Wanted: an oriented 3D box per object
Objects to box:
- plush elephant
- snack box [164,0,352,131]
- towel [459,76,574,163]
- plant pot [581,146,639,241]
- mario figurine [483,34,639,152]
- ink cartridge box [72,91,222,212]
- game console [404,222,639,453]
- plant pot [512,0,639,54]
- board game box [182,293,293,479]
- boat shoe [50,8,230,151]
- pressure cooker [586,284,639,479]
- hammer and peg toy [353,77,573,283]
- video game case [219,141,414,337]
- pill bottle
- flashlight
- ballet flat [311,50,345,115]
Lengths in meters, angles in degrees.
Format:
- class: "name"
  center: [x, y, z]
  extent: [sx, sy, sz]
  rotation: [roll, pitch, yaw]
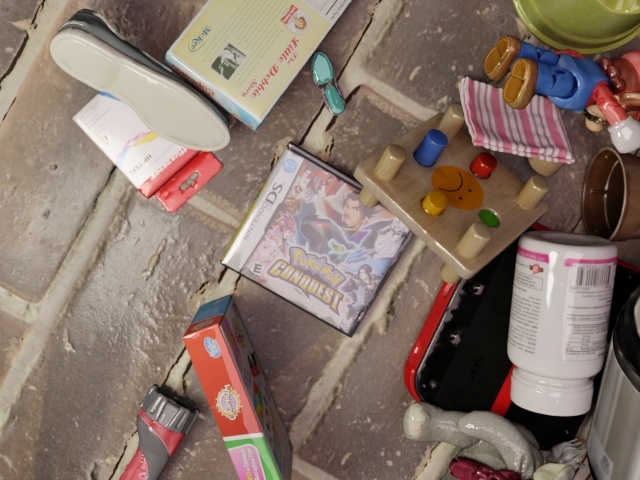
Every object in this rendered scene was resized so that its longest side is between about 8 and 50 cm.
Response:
- class: "plush elephant"
  center: [0.313, 0.441, 1.617]
  extent: [0.329, 0.255, 0.272]
  rotation: [-3, 114, 2]
- class: "snack box"
  center: [-0.087, -0.362, 1.567]
  extent: [0.187, 0.060, 0.322]
  rotation: [37, 75, -6]
- class: "towel"
  center: [0.330, -0.200, 1.595]
  extent: [0.197, 0.144, 0.029]
  rotation: [9, 141, -18]
- class: "plant pot"
  center: [0.558, -0.070, 1.627]
  extent: [0.165, 0.167, 0.167]
  rotation: [4, 99, -8]
- class: "mario figurine"
  center: [0.425, -0.233, 1.589]
  extent: [0.320, 0.170, 0.198]
  rotation: [7, 75, -24]
- class: "ink cartridge box"
  center: [-0.292, -0.168, 1.637]
  extent: [0.134, 0.078, 0.231]
  rotation: [-42, 97, 3]
- class: "game console"
  center: [0.365, 0.169, 1.714]
  extent: [0.341, 0.060, 0.387]
  rotation: [23, 98, -10]
- class: "plant pot"
  center: [0.461, -0.442, 1.517]
  extent: [0.275, 0.254, 0.276]
  rotation: [0, 98, -1]
- class: "board game box"
  center: [-0.133, 0.268, 1.623]
  extent: [0.064, 0.242, 0.317]
  rotation: [-20, 97, 3]
- class: "boat shoe"
  center: [-0.273, -0.260, 1.535]
  extent: [0.319, 0.099, 0.116]
  rotation: [31, 135, -21]
- class: "pressure cooker"
  center: [0.631, 0.244, 1.504]
  extent: [0.375, 0.369, 0.421]
  rotation: [-29, 134, -37]
- class: "hammer and peg toy"
  center: [0.245, -0.107, 1.589]
  extent: [0.266, 0.361, 0.127]
  rotation: [43, 139, 13]
- class: "video game case"
  center: [0.000, 0.000, 1.688]
  extent: [0.274, 0.035, 0.248]
  rotation: [30, 97, -5]
- class: "pill bottle"
  center: [0.395, 0.135, 1.581]
  extent: [0.160, 0.160, 0.283]
  rotation: [4, 100, -1]
- class: "flashlight"
  center: [-0.333, 0.408, 1.697]
  extent: [0.103, 0.103, 0.304]
  rotation: [32, 89, 22]
- class: "ballet flat"
  center: [0.011, -0.270, 1.645]
  extent: [0.041, 0.041, 0.114]
  rotation: [-20, 97, 2]
